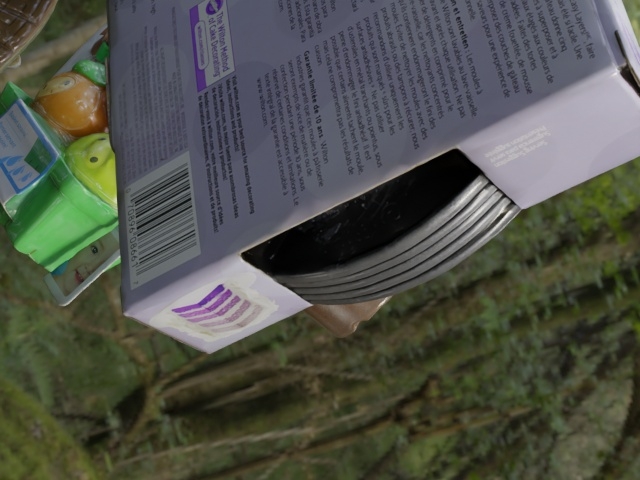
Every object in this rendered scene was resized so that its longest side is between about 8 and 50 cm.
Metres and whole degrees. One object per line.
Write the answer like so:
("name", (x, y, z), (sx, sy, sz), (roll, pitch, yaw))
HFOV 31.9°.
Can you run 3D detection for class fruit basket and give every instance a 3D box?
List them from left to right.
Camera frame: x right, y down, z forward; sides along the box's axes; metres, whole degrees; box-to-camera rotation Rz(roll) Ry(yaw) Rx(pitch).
("fruit basket", (-0.232, -0.142, 1.269), (0.165, 0.353, 0.327), (34, 11, -48))

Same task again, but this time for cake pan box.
("cake pan box", (0.010, -0.103, 0.529), (0.070, 0.246, 0.266), (33, 38, -46))

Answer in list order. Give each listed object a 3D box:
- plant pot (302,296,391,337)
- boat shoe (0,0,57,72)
("plant pot", (0.000, 0.000, 1.136), (0.165, 0.167, 0.167), (42, 9, -7))
("boat shoe", (-0.233, -0.205, 0.829), (0.285, 0.105, 0.089), (-65, -169, -26))
